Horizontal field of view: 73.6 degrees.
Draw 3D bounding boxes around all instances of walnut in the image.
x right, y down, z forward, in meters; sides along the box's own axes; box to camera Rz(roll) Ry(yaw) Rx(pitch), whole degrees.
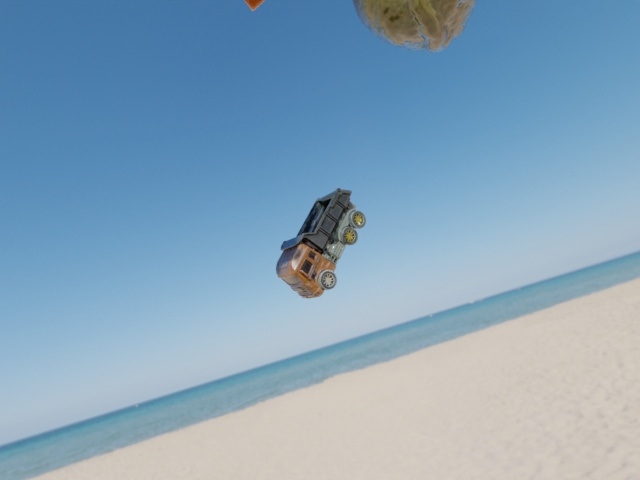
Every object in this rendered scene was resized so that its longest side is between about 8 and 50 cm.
[{"bbox_3d":[0.178,-0.482,0.800,0.227,0.283,0.283,-26,-16,26],"label":"walnut"}]

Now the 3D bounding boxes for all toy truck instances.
[{"bbox_3d":[0.000,0.000,0.734,0.092,0.192,0.083,36,-25,-20],"label":"toy truck"}]

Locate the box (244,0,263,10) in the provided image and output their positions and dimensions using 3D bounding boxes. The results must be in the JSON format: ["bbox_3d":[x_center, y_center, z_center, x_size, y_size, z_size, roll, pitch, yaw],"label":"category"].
[{"bbox_3d":[-0.171,-0.684,0.850,0.224,0.144,0.341,-33,-41,18],"label":"box"}]
